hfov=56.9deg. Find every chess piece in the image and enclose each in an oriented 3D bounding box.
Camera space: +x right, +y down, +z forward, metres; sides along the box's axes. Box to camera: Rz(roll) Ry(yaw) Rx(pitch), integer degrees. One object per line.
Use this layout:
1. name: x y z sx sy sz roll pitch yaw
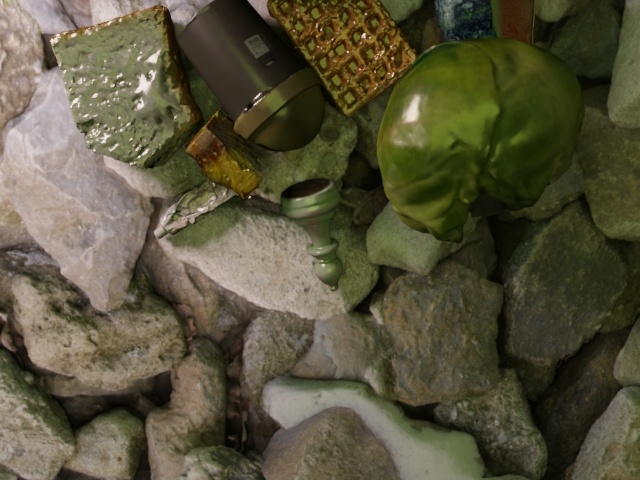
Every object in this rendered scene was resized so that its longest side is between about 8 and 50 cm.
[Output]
1. chess piece: 0.000 0.000 1.387 0.139 0.139 0.272 -14 114 0

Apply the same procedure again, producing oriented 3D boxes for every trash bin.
1. trash bin: -0.132 -0.335 1.258 0.214 0.214 0.334 -41 95 6

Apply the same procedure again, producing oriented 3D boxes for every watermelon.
1. watermelon: 0.388 -0.491 1.265 0.226 0.148 0.318 -41 111 -3

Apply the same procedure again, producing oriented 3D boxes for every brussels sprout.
1. brussels sprout: 0.291 -0.224 1.192 0.425 0.342 0.361 -37 129 8

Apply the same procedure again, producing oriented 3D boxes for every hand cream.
1. hand cream: -0.286 -0.087 1.386 0.256 0.050 0.084 -34 98 2

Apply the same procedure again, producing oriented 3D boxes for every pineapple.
1. pineapple: -0.212 -0.192 1.274 0.114 0.186 0.236 -50 57 14

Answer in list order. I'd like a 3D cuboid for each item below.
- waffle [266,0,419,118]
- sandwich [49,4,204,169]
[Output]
1. waffle: 0.050 -0.451 1.299 0.212 0.091 0.308 -36 101 6
2. sandwich: -0.410 -0.314 1.288 0.262 0.131 0.326 -15 103 -1
